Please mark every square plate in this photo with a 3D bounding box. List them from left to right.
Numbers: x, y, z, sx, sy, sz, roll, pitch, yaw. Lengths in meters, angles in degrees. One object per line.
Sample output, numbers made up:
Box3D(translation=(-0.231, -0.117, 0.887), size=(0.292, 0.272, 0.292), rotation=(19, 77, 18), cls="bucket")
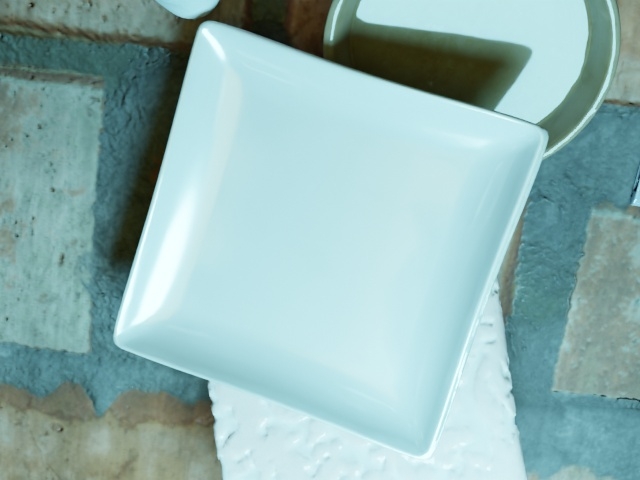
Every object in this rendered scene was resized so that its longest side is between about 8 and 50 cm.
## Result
Box3D(translation=(0.000, 0.000, 0.934), size=(0.347, 0.049, 0.343), rotation=(19, 102, 8), cls="square plate")

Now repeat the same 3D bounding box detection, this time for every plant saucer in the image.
Box3D(translation=(0.142, -0.184, 0.910), size=(0.278, 0.041, 0.277), rotation=(2, 125, 3), cls="plant saucer")

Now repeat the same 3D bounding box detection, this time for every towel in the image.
Box3D(translation=(0.045, 0.183, 0.992), size=(0.317, 0.053, 0.331), rotation=(-8, 81, 4), cls="towel")

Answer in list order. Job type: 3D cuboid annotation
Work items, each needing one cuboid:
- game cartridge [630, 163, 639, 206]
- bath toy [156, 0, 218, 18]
Box3D(translation=(0.362, -0.073, 0.997), size=(0.056, 0.017, 0.083), rotation=(7, 108, -7), cls="game cartridge")
Box3D(translation=(-0.020, -0.312, 0.857), size=(0.348, 0.129, 0.151), rotation=(-22, 107, 7), cls="bath toy")
